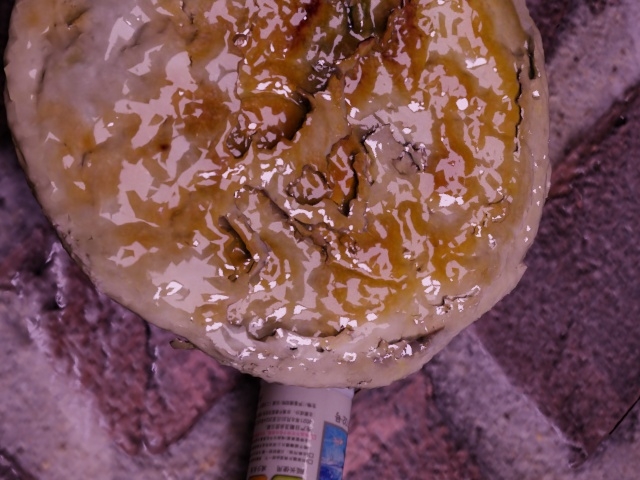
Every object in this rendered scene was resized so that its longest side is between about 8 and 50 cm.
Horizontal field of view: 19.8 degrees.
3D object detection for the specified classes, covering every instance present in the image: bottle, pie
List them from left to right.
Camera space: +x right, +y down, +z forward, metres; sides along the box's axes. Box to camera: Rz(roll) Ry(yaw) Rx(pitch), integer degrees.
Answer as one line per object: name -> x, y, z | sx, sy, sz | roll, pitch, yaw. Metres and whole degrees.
bottle -> -0.022, 0.176, 1.057 | 0.060, 0.060, 0.217 | 20, 66, -25
pie -> -0.011, -0.075, 1.031 | 0.339, 0.077, 0.339 | 2, 85, -19
